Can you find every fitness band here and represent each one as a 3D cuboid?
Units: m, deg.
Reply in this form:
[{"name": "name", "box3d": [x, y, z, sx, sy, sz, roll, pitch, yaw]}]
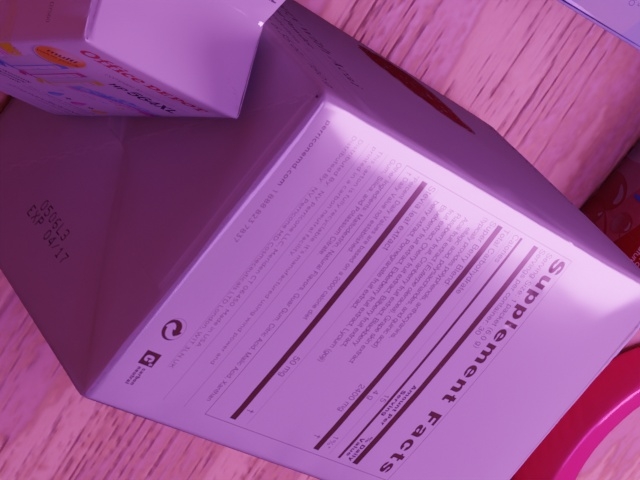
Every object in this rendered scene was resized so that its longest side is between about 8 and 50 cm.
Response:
[{"name": "fitness band", "box3d": [0.239, 0.197, 1.332, 0.209, 0.054, 0.291, -22, 131, -12]}]

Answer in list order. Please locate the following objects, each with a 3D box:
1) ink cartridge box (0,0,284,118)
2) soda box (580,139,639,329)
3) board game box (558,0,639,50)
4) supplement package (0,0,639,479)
[{"name": "ink cartridge box", "box3d": [-0.090, -0.108, 0.756, 0.092, 0.143, 0.090, 24, 77, -44]}, {"name": "soda box", "box3d": [0.271, -0.059, 1.121, 0.092, 0.083, 0.263, 25, 107, -46]}, {"name": "board game box", "box3d": [0.274, -0.222, 0.934, 0.318, 0.066, 0.319, 27, 107, -29]}, {"name": "supplement package", "box3d": [0.000, 0.000, 0.904, 0.293, 0.177, 0.175, 26, 107, -46]}]
